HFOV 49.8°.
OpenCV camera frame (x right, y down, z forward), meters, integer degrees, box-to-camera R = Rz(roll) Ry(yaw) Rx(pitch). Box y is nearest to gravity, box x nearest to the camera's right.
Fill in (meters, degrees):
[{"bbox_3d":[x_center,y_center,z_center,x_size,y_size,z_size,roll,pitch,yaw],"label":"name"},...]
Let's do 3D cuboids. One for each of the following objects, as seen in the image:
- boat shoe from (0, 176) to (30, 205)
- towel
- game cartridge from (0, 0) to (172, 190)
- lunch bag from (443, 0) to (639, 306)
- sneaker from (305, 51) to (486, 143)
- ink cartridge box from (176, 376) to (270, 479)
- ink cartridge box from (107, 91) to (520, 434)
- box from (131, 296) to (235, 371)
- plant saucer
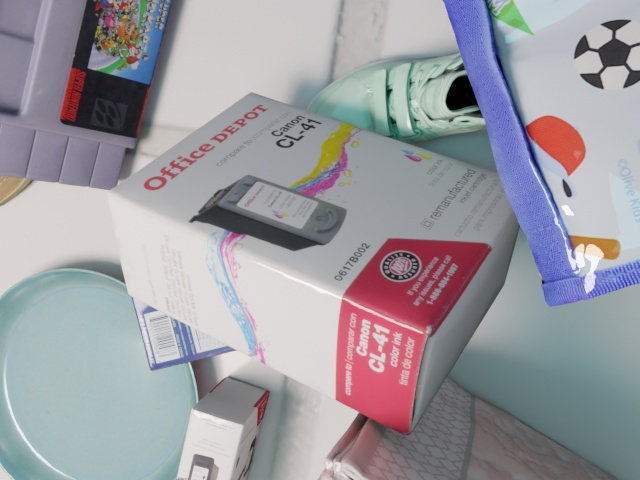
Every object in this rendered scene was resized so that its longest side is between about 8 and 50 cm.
[{"bbox_3d":[-0.510,-0.075,0.851,0.341,0.110,0.121,-14,93,16],"label":"boat shoe"},{"bbox_3d":[0.171,0.227,0.601,0.317,0.332,0.053,31,104,10],"label":"towel"},{"bbox_3d":[-0.271,-0.235,0.716,0.068,0.230,0.355,30,107,45],"label":"game cartridge"},{"bbox_3d":[0.286,-0.151,0.505,0.386,0.239,0.327,-16,84,-12],"label":"lunch bag"},{"bbox_3d":[0.088,-0.141,0.668,0.256,0.151,0.094,-10,96,17],"label":"sneaker"},{"bbox_3d":[-0.116,0.250,0.790,0.063,0.109,0.150,15,101,9],"label":"ink cartridge box"},{"bbox_3d":[0.000,0.000,0.629,0.306,0.226,0.131,23,134,21],"label":"ink cartridge box"},{"bbox_3d":[-0.096,0.055,0.780,0.225,0.036,0.136,-13,94,0],"label":"box"},{"bbox_3d":[-0.291,0.189,0.863,0.318,0.044,0.317,2,97,15],"label":"plant saucer"}]
